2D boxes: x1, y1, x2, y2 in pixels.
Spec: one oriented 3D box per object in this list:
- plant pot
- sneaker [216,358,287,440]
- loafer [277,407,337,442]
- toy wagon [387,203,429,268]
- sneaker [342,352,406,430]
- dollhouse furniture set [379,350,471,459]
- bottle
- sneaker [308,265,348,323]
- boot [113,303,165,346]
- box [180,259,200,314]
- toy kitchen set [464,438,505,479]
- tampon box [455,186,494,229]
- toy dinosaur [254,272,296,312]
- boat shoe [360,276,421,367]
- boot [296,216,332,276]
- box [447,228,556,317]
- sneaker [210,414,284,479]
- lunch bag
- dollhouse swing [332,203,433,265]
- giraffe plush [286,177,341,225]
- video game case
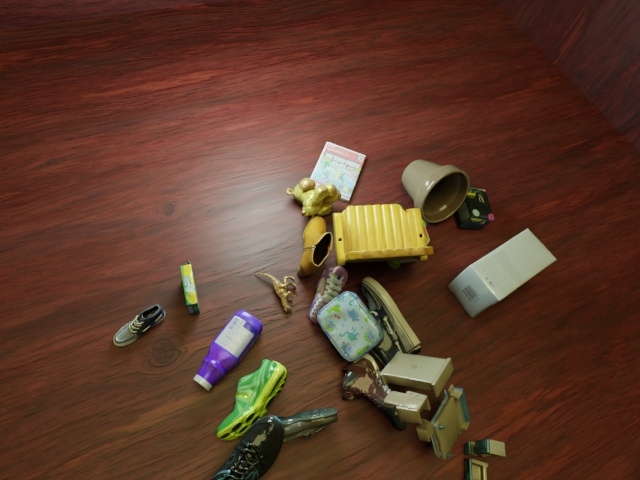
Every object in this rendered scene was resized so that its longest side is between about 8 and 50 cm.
[{"bbox_3d":[0.487,-0.244,1.834,0.262,0.263,0.229,-20,42,-19],"label":"plant pot"},{"bbox_3d":[-0.235,0.527,1.368,0.123,0.110,0.295,25,60,34],"label":"sneaker"},{"bbox_3d":[-0.070,0.617,1.349,0.267,0.096,0.084,-9,82,-6],"label":"loafer"},{"bbox_3d":[0.293,-0.046,1.776,0.344,0.068,0.267,34,61,10],"label":"toy wagon"},{"bbox_3d":[0.165,0.547,1.421,0.162,0.106,0.281,-23,59,-12],"label":"sneaker"},{"bbox_3d":[0.325,0.567,1.341,0.286,0.198,0.304,-33,110,-45],"label":"dollhouse furniture set"},{"bbox_3d":[-0.322,0.381,1.424,0.118,0.092,0.283,31,61,9],"label":"bottle"},{"bbox_3d":[0.014,0.204,1.586,0.095,0.104,0.237,35,76,-36],"label":"sneaker"},{"bbox_3d":[-0.636,0.289,1.426,0.190,0.086,0.069,-38,73,-25],"label":"boot"},{"bbox_3d":[-0.480,0.169,1.508,0.043,0.105,0.179,-9,63,-15],"label":"box"},{"bbox_3d":[0.501,0.752,1.312,0.122,0.166,0.207,11,60,-3],"label":"toy kitchen set"},{"bbox_3d":[0.691,-0.147,1.868,0.120,0.101,0.161,5,60,-19],"label":"tampon box"},{"bbox_3d":[-0.155,0.176,1.583,0.112,0.064,0.212,-27,69,-21],"label":"toy dinosaur"},{"bbox_3d":[0.217,0.307,1.536,0.158,0.127,0.341,-29,69,-16],"label":"boat shoe"},{"bbox_3d":[-0.001,0.000,1.612,0.104,0.211,0.295,25,62,-14],"label":"boot"},{"bbox_3d":[0.729,0.134,1.665,0.345,0.215,0.168,-27,69,-21],"label":"box"},{"bbox_3d":[-0.228,0.680,1.212,0.125,0.140,0.341,35,75,9],"label":"sneaker"},{"bbox_3d":[0.104,0.305,1.468,0.176,0.090,0.219,-40,75,6],"label":"lunch bag"},{"bbox_3d":[0.232,-0.044,1.561,0.346,0.305,0.316,-3,70,-2],"label":"dollhouse swing"},{"bbox_3d":[-0.043,-0.193,1.770,0.210,0.181,0.170,-46,62,8],"label":"giraffe plush"},{"bbox_3d":[0.079,-0.324,1.920,0.203,0.025,0.285,20,60,2],"label":"video game case"}]
